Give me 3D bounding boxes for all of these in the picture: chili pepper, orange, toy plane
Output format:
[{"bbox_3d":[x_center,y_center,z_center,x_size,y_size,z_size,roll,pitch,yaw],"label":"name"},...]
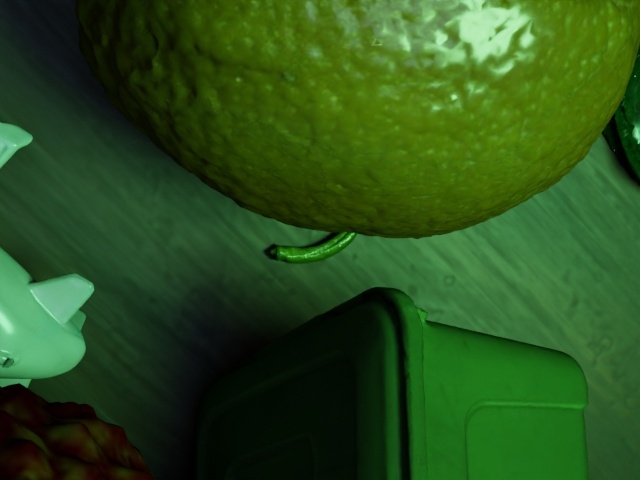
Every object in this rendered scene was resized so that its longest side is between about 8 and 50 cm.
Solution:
[{"bbox_3d":[0.000,0.000,0.978,0.083,0.017,0.030,-19,99,-8],"label":"chili pepper"},{"bbox_3d":[0.024,-0.160,0.815,0.357,0.322,0.322,4,96,-7],"label":"orange"},{"bbox_3d":[0.284,-0.176,0.993,0.122,0.065,0.279,16,96,-22],"label":"chili pepper"},{"bbox_3d":[-0.278,0.023,0.873,0.252,0.118,0.252,-1,113,-2],"label":"toy plane"}]

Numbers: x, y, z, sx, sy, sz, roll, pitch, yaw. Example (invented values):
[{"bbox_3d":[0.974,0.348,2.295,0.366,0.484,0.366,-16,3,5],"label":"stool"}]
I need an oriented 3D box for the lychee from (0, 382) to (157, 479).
[{"bbox_3d":[-0.239,0.276,0.744,0.500,0.424,0.424,34,89,-36],"label":"lychee"}]

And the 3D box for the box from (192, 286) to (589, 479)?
[{"bbox_3d":[0.040,0.189,0.846,0.178,0.329,0.252,7,71,-26],"label":"box"}]
